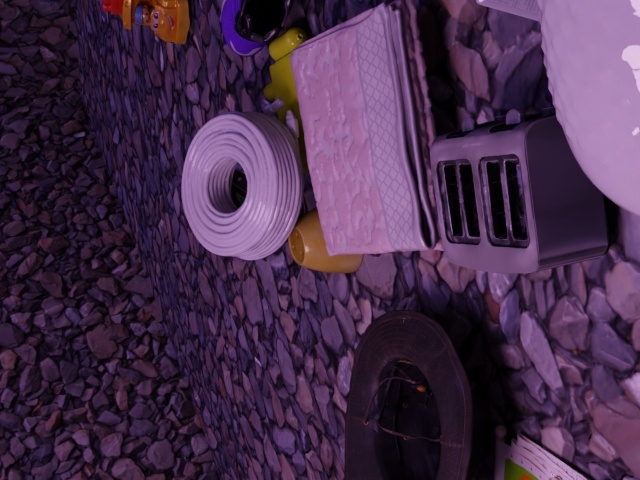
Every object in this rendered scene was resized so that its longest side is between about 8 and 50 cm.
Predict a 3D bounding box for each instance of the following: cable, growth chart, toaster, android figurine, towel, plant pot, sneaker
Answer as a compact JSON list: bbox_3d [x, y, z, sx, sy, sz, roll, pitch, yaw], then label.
[{"bbox_3d":[-0.137,-0.095,1.284,0.257,0.089,0.257,-21,77,39],"label":"cable"},{"bbox_3d":[0.290,0.334,0.920,0.237,0.021,0.172,19,119,62],"label":"growth chart"},{"bbox_3d":[0.213,-0.048,0.801,0.168,0.110,0.185,7,108,64],"label":"toaster"},{"bbox_3d":[-0.029,-0.241,1.288,0.273,0.056,0.248,3,104,66],"label":"android figurine"},{"bbox_3d":[0.057,-0.140,1.049,0.317,0.053,0.331,-2,99,65],"label":"towel"},{"bbox_3d":[0.000,0.000,1.284,0.134,0.095,0.134,39,135,54],"label":"plant pot"},{"bbox_3d":[-0.113,-0.392,1.287,0.293,0.102,0.146,128,146,-59],"label":"sneaker"}]

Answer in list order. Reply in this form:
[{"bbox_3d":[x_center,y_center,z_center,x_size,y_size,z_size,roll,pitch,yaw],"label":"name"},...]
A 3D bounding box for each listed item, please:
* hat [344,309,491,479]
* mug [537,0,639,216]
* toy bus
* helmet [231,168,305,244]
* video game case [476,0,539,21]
[{"bbox_3d":[0.153,0.266,1.040,0.331,0.134,0.331,-24,62,56],"label":"hat"},{"bbox_3d":[0.308,-0.162,0.417,0.374,0.276,0.328,20,135,27],"label":"mug"},{"bbox_3d":[-0.441,-0.582,1.811,0.220,0.211,0.149,58,147,34],"label":"toy bus"},{"bbox_3d":[-0.126,-0.061,1.440,0.169,0.161,0.169,37,133,54],"label":"helmet"},{"bbox_3d":[0.247,-0.262,0.584,0.023,0.193,0.212,-64,-10,-46],"label":"video game case"}]
